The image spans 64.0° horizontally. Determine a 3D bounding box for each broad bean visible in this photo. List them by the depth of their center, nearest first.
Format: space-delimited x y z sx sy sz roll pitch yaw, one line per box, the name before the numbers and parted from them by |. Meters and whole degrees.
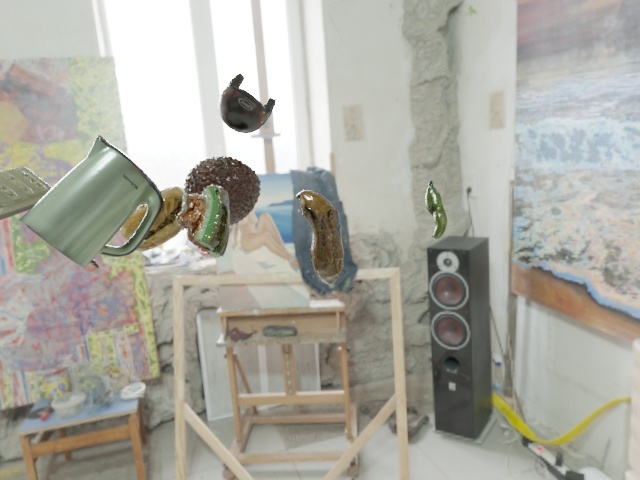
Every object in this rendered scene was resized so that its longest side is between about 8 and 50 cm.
broad bean | 0.398 -0.109 1.767 0.048 0.213 0.070 14 -27 -34

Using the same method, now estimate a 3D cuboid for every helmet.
helmet | -0.279 -0.493 1.883 0.189 0.193 0.216 36 0 -15

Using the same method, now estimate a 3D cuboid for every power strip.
power strip | -0.774 -0.117 1.267 0.105 0.070 0.256 39 13 -10

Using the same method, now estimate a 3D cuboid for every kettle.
kettle | -0.492 -0.067 1.155 0.165 0.240 0.255 16 63 47

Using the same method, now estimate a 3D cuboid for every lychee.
lychee | -0.368 -0.187 1.918 0.304 0.275 0.276 -27 -2 33

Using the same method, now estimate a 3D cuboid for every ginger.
ginger | 0.008 -0.004 1.539 0.107 0.309 0.133 -20 13 -39

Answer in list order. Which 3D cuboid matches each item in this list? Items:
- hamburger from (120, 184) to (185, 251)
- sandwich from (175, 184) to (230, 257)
hamburger | -0.667 -0.096 2.109 0.305 0.174 0.284 -30 21 2
sandwich | -0.318 -0.053 1.362 0.160 0.184 0.109 -1 -22 13
